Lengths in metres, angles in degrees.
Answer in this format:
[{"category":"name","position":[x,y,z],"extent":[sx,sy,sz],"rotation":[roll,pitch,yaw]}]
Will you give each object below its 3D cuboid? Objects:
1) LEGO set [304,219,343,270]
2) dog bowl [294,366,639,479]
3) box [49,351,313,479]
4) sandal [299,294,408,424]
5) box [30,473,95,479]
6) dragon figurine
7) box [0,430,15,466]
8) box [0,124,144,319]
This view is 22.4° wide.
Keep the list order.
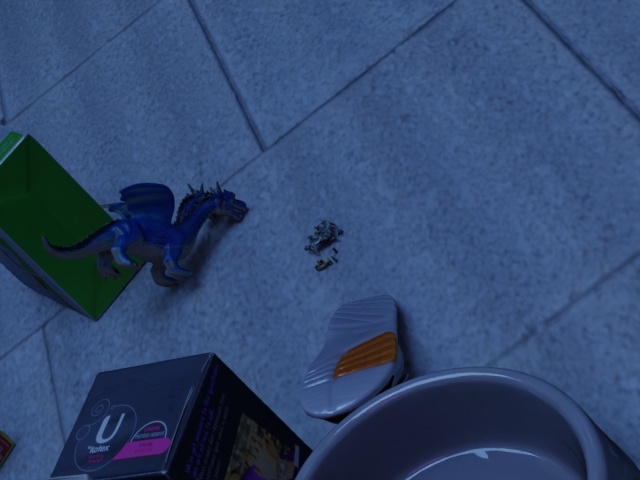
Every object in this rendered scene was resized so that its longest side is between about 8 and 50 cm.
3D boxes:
[{"category":"LEGO set","position":[0.002,-0.001,1.990],"extent":[0.054,0.023,0.083],"rotation":[-39,32,5]},{"category":"dog bowl","position":[0.117,0.258,1.432],"extent":[0.349,0.102,0.349],"rotation":[-17,40,15]},{"category":"box","position":[-0.105,0.251,1.573],"extent":[0.165,0.270,0.143],"rotation":[-14,41,38]},{"category":"sandal","position":[0.050,0.139,1.738],"extent":[0.102,0.076,0.265],"rotation":[-14,19,16]},{"category":"box","position":[-0.178,0.359,1.484],"extent":[0.121,0.311,0.148],"rotation":[-12,42,38]},{"category":"dragon figurine","position":[-0.236,-0.023,2.109],"extent":[0.085,0.289,0.144],"rotation":[-29,58,57]},{"category":"box","position":[-0.491,0.331,2.070],"extent":[0.058,0.087,0.232],"rotation":[-1,49,44]},{"category":"box","position":[-0.408,-0.033,2.247],"extent":[0.127,0.262,0.231],"rotation":[-50,32,-14]}]
